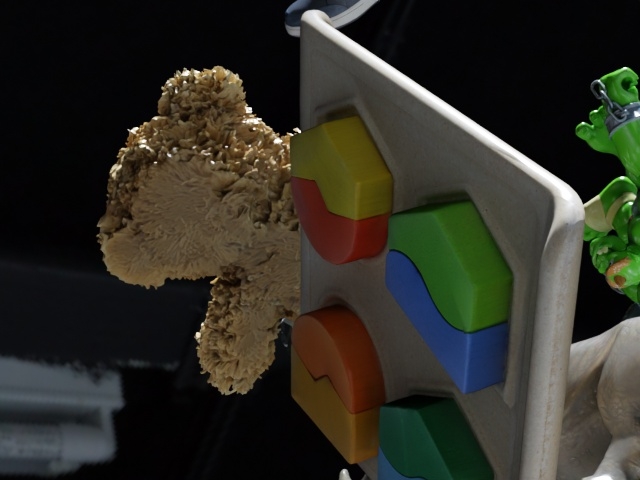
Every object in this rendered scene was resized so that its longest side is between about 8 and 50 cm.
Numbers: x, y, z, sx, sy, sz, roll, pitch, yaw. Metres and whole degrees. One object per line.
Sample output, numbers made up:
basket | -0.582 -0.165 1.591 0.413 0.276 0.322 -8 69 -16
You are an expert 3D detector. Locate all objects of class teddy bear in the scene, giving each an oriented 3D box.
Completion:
teddy bear | 0.000 0.000 1.006 0.338 0.113 0.245 5 -64 -18

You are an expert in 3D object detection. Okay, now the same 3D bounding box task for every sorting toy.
sorting toy | 0.030 0.032 0.538 0.038 0.208 0.193 -12 -58 -21

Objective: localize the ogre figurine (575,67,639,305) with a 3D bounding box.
ogre figurine | 0.234 -0.018 0.995 0.097 0.118 0.197 -3 -50 -19

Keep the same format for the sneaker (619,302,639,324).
sneaker | 0.242 0.161 0.980 0.319 0.131 0.112 -59 -14 -55

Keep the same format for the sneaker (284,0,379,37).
sneaker | 0.031 -0.350 1.607 0.226 0.086 0.163 -33 -55 -4

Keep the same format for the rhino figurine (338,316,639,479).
rhino figurine | 0.090 0.096 0.627 0.073 0.243 0.106 41 -126 -23

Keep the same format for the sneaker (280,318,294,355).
sneaker | 0.087 0.099 1.515 0.118 0.279 0.107 -1 -78 -50
